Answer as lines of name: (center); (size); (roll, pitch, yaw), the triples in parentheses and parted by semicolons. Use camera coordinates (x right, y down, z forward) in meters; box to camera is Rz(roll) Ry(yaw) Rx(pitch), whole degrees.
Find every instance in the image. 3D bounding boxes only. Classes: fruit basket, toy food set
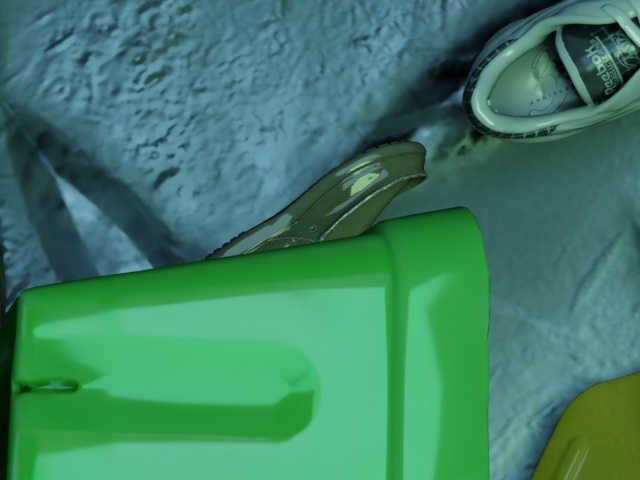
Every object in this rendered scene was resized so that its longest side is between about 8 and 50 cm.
fruit basket: (0.023, 0.160, 0.805); (0.392, 0.392, 0.283); (2, 76, -2)
toy food set: (0.165, 0.168, 0.960); (0.128, 0.071, 0.218); (23, 75, 26)

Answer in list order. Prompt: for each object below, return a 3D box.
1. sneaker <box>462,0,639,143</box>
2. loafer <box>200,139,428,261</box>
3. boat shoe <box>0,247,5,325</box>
sneaker: (0.184, -0.112, 0.961); (0.235, 0.095, 0.090); (-28, 89, 16)
loafer: (0.000, 0.000, 0.990); (0.148, 0.056, 0.050); (-34, 83, 1)
boat shoe: (-0.231, -0.084, 0.958); (0.123, 0.123, 0.342); (-7, 79, -4)
